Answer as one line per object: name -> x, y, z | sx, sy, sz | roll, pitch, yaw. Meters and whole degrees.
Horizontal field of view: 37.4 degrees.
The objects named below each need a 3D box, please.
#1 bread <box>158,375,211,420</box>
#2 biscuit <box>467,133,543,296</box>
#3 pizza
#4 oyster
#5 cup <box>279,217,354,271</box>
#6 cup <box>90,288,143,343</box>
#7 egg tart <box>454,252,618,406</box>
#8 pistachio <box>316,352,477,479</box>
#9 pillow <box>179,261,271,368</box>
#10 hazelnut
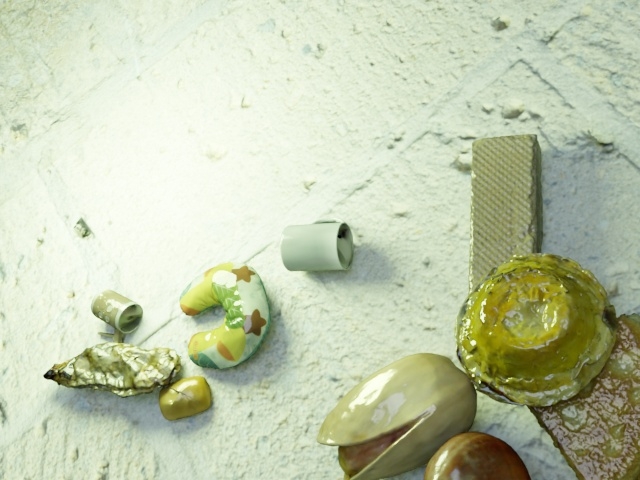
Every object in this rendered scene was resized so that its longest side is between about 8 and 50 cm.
bread -> -0.284, 0.322, 1.950 | 0.115, 0.056, 0.082 | -16, 62, 16
biscuit -> 0.359, -0.005, 1.818 | 0.144, 0.078, 0.426 | -3, 66, 21
pizza -> 0.507, 0.288, 1.612 | 0.258, 0.087, 0.268 | -33, 59, 3
oyster -> -0.452, 0.275, 2.018 | 0.345, 0.079, 0.129 | -4, 46, 22
cup -> 0.001, 0.011, 1.968 | 0.133, 0.136, 0.099 | -4, 99, 22
cup -> -0.453, 0.166, 2.100 | 0.099, 0.102, 0.074 | 24, 39, 31
egg tart -> 0.363, 0.141, 1.627 | 0.294, 0.116, 0.295 | -9, 59, 15
pistachio -> 0.142, 0.322, 1.694 | 0.299, 0.187, 0.187 | -34, 58, 7
pillow -> -0.200, 0.158, 1.986 | 0.214, 0.086, 0.233 | -26, 61, 22
hazelnut -> 0.259, 0.424, 1.582 | 0.176, 0.214, 0.214 | -31, 54, 38
